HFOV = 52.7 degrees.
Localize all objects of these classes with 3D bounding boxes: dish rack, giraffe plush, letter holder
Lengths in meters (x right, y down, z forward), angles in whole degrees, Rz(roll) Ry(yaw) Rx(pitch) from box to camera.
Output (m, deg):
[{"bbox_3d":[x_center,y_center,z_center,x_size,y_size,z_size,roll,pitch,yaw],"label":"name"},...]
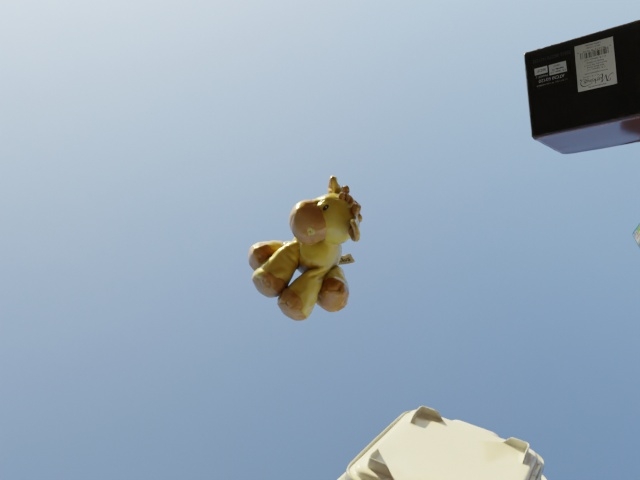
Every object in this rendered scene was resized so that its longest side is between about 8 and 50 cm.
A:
[{"bbox_3d":[0.203,0.361,1.018,0.286,0.072,0.333,13,-169,26],"label":"dish rack"},{"bbox_3d":[0.000,0.000,1.029,0.181,0.170,0.210,42,-134,22],"label":"giraffe plush"},{"bbox_3d":[0.527,-0.253,1.074,0.302,0.152,0.214,-8,172,36],"label":"letter holder"}]

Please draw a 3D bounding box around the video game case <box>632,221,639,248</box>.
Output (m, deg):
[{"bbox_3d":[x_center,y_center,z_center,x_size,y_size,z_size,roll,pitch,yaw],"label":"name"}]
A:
[{"bbox_3d":[0.806,0.019,1.538,0.015,0.119,0.166,-10,-122,-5],"label":"video game case"}]
